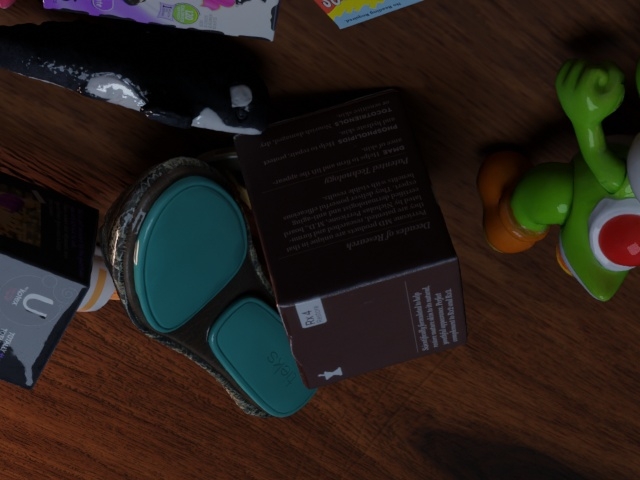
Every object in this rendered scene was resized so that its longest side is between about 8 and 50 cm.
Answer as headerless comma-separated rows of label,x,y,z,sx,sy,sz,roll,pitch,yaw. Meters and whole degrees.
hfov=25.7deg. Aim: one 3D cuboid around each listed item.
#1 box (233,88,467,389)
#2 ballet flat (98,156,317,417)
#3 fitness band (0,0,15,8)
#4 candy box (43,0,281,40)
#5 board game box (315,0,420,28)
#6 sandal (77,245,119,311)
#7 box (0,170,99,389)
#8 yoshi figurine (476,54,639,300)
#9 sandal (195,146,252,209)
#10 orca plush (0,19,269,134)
box,0.029,-0.001,1.334,0.167,0.203,0.168,-16,148,-1
ballet flat,-0.141,0.039,1.518,0.182,0.164,0.483,38,168,33
fitness band,-0.258,-0.282,1.011,0.291,0.054,0.209,36,147,-3
candy box,-0.121,-0.247,1.113,0.196,0.070,0.165,8,149,-3
board game box,0.003,-0.293,0.944,0.144,0.142,0.275,-15,143,31
sandal,-0.327,0.038,1.624,0.265,0.076,0.102,22,146,-25
box,-0.389,0.015,1.468,0.270,0.143,0.165,23,121,-19
yoshi figurine,0.293,-0.090,1.261,0.203,0.203,0.362,55,154,-2
sandal,-0.048,-0.049,1.455,0.180,0.049,0.072,27,144,-31
orca plush,-0.175,-0.180,1.258,0.287,0.102,0.151,18,-166,-1
